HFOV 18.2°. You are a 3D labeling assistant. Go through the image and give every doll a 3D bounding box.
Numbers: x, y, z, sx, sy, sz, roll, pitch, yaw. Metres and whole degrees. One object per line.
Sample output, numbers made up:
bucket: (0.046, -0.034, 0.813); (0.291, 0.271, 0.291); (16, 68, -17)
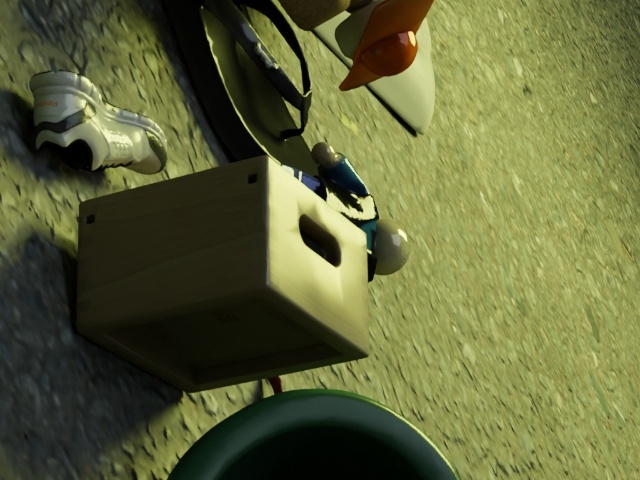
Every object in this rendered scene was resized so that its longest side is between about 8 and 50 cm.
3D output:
doll: (0.000, 0.000, 1.256); (0.189, 0.046, 0.129); (9, 79, -60)

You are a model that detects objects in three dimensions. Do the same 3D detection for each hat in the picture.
hat: (-0.027, 0.172, 1.043); (0.208, 0.183, 0.173); (-32, 91, -29)

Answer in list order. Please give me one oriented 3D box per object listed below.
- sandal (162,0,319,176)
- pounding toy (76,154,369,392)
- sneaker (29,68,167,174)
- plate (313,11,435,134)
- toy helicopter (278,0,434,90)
sandal: (-0.057, -0.142, 1.288); (0.254, 0.054, 0.097); (65, 19, -3)
pounding toy: (-0.050, 0.014, 1.036); (0.141, 0.130, 0.100); (37, 46, -54)
sneaker: (-0.119, -0.051, 1.056); (0.109, 0.040, 0.044); (29, 57, -55)
plate: (0.014, -0.259, 1.634); (0.278, 0.045, 0.277); (40, 32, -51)
toy helicopter: (0.000, -0.192, 1.322); (0.235, 0.140, 0.355); (64, 11, -14)
